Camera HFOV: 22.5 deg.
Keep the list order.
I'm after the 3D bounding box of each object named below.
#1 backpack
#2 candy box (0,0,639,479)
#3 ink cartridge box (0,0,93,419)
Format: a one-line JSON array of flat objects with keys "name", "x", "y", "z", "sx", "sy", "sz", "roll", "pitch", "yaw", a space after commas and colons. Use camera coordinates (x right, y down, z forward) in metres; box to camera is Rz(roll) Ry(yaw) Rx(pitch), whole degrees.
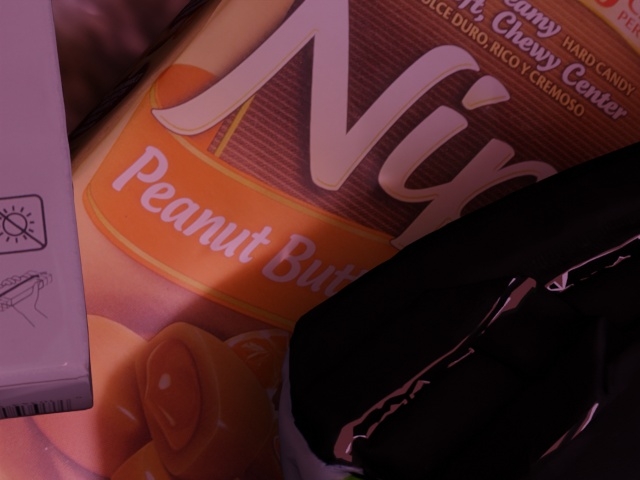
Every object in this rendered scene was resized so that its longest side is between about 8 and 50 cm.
[{"name": "backpack", "x": 0.163, "y": 0.067, "z": 0.473, "sx": 0.355, "sy": 0.290, "sz": 0.273, "roll": -7, "pitch": 116, "yaw": -28}, {"name": "candy box", "x": 0.000, "y": 0.000, "z": 0.588, "sx": 0.183, "sy": 0.087, "sz": 0.316, "roll": 44, "pitch": 73, "yaw": -15}, {"name": "ink cartridge box", "x": -0.168, "y": -0.103, "z": 0.496, "sx": 0.165, "sy": 0.065, "sz": 0.333, "roll": -6, "pitch": 75, "yaw": -8}]
